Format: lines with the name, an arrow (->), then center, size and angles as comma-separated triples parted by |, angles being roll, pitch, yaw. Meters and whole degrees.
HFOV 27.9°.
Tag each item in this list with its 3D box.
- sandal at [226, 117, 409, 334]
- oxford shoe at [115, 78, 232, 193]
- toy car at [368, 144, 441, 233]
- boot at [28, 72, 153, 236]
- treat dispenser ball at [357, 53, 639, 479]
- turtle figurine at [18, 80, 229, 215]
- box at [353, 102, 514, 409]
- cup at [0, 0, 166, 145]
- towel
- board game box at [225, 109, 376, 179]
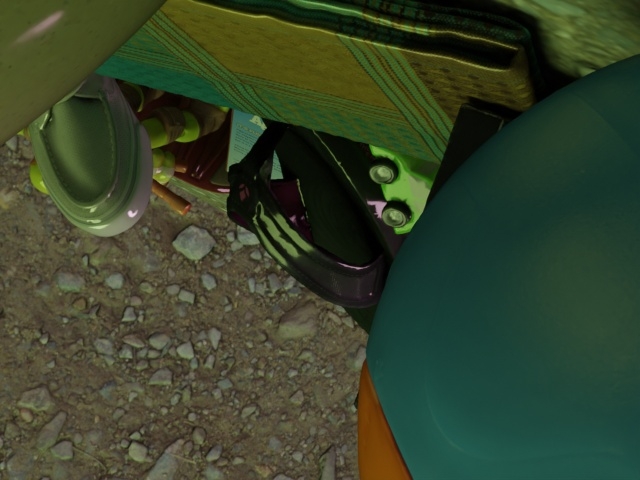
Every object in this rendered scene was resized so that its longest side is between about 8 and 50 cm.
sandal -> 0.002, 0.002, 1.132 | 0.167, 0.107, 0.446 | 40, 166, 33
oxford shoe -> -0.221, -0.149, 1.295 | 0.348, 0.123, 0.130 | 30, 180, -28
toy car -> 0.088, -0.004, 1.010 | 0.053, 0.239, 0.225 | -2, 129, 22
boot -> -0.213, -0.129, 0.983 | 0.123, 0.095, 0.258 | 41, -157, -61
treat dispenser ball -> 0.157, 0.070, 0.476 | 0.288, 0.288, 0.288 | 27, 176, 2
turtle figurine -> -0.177, -0.085, 1.131 | 0.269, 0.087, 0.217 | 18, -144, 28
box -> 0.222, 0.084, 0.789 | 0.312, 0.179, 0.343 | 19, 174, 17
cup -> -0.210, -0.127, 0.453 | 0.331, 0.237, 0.331 | 26, 168, 6
towel -> -0.034, -0.117, 0.794 | 0.370, 0.040, 0.271 | 16, 174, 18
board game box -> 0.042, -0.046, 1.221 | 0.281, 0.027, 0.145 | 27, 156, 5
